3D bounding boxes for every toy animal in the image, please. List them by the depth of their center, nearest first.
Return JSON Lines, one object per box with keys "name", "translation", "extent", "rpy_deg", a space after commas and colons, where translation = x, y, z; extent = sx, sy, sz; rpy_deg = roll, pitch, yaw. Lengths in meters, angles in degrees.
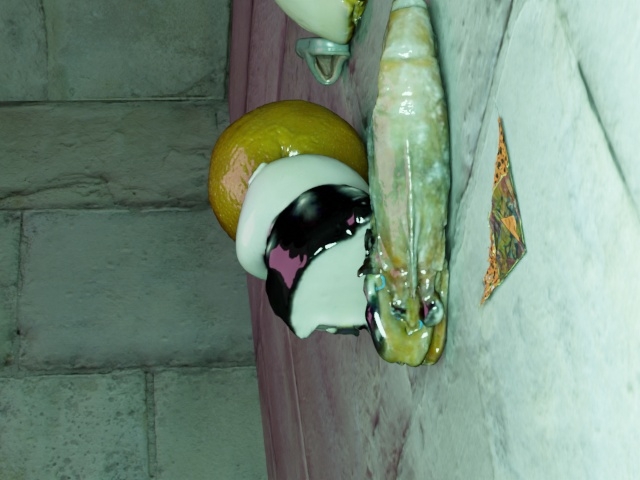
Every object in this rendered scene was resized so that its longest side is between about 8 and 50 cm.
{"name": "toy animal", "translation": [-0.002, 0.008, 1.808], "extent": [0.267, 0.212, 0.213], "rpy_deg": [-131, 39, -58]}

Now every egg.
{"name": "egg", "translation": [-0.024, -0.440, 2.102], "extent": [0.264, 0.174, 0.286], "rpy_deg": [102, 161, -71]}

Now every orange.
{"name": "orange", "translation": [-0.048, -0.091, 2.044], "extent": [0.264, 0.264, 0.264], "rpy_deg": [179, 90, -82]}

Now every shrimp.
{"name": "shrimp", "translation": [0.097, -0.073, 1.602], "extent": [0.221, 0.109, 0.446], "rpy_deg": [108, 164, -82]}

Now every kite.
{"name": "kite", "translation": [0.182, -0.011, 1.325], "extent": [0.125, 0.008, 0.222], "rpy_deg": [-112, 23, -67]}

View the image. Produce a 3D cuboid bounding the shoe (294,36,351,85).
{"name": "shoe", "translation": [0.001, -0.299, 2.259], "extent": [0.195, 0.079, 0.078], "rpy_deg": [-174, 90, -78]}
